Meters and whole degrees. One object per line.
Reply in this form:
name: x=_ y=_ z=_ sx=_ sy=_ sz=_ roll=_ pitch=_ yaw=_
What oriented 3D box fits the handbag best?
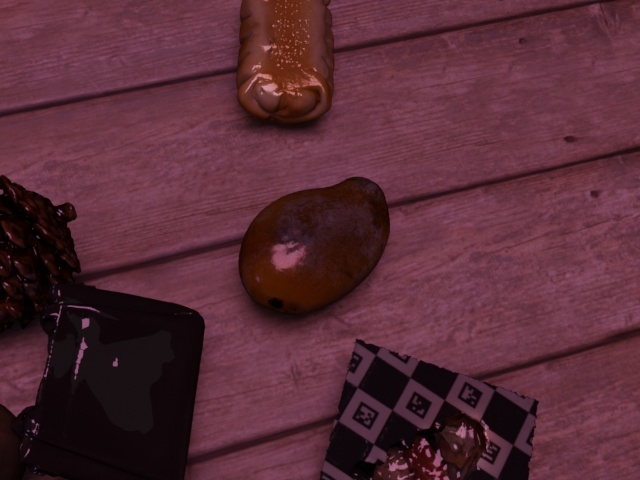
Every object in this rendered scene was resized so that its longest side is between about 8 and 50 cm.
handbag: x=-0.299 y=0.212 z=1.539 sx=0.257 sy=0.113 sz=0.285 roll=21 pitch=64 yaw=-31

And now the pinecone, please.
pinecone: x=-0.478 y=0.029 z=1.598 sx=0.272 sy=0.224 sz=0.224 roll=-40 pitch=74 yaw=-3

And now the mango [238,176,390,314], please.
mango: x=0.000 y=0.000 z=1.731 sx=0.193 sy=0.146 sz=0.316 roll=43 pitch=51 yaw=12

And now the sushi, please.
sushi: x=0.149 y=0.355 z=1.618 sx=0.320 sy=0.069 sz=0.339 roll=19 pitch=62 yaw=-8

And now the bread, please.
bread: x=-0.061 y=-0.347 z=1.902 sx=0.173 sy=0.121 sz=0.311 roll=6 pitch=63 yaw=-9

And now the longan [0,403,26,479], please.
longan: x=-0.499 y=0.297 z=1.486 sx=0.187 sy=0.167 sz=0.167 roll=1 pitch=59 yaw=24
